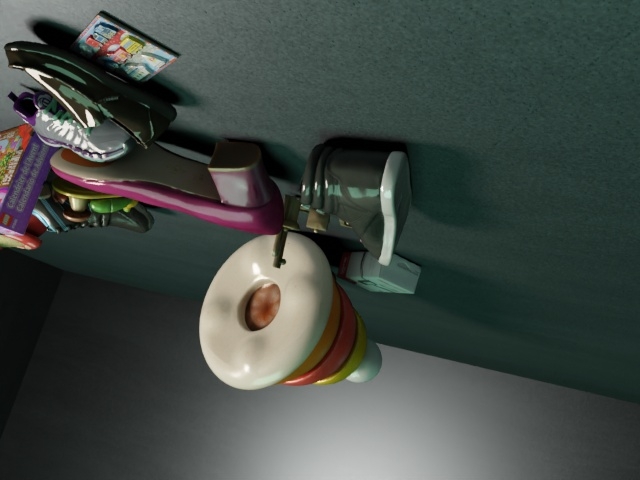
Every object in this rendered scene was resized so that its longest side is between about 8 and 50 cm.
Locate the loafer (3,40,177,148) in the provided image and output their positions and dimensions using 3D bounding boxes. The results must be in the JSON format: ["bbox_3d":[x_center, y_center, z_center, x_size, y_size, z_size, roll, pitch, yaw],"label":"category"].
[{"bbox_3d":[-0.293,-0.181,0.821,0.220,0.078,0.080,23,-178,-28],"label":"loafer"}]

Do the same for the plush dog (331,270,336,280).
[{"bbox_3d":[-0.087,0.114,1.644,0.262,0.211,0.225,15,140,-5],"label":"plush dog"}]

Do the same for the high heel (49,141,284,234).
[{"bbox_3d":[-0.247,-0.076,1.044,0.377,0.127,0.181,8,143,18],"label":"high heel"}]

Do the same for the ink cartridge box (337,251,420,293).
[{"bbox_3d":[0.127,0.070,1.414,0.109,0.063,0.150,25,165,-31],"label":"ink cartridge box"}]

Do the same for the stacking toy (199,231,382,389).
[{"bbox_3d":[-0.011,0.219,1.509,0.350,0.351,0.480,4,159,40],"label":"stacking toy"}]

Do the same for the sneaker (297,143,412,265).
[{"bbox_3d":[0.050,-0.054,0.943,0.147,0.104,0.296,14,161,14],"label":"sneaker"}]

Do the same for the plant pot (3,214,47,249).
[{"bbox_3d":[-0.744,-0.079,1.584,0.191,0.174,0.191,13,165,4],"label":"plant pot"}]

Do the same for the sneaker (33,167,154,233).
[{"bbox_3d":[-0.555,-0.068,1.480,0.341,0.140,0.125,20,164,-21],"label":"sneaker"}]

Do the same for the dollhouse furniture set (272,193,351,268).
[{"bbox_3d":[0.000,0.000,1.112,0.151,0.123,0.144,12,176,4],"label":"dollhouse furniture set"}]

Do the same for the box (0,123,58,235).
[{"bbox_3d":[-0.602,-0.112,1.226,0.293,0.201,0.057,1,160,46],"label":"box"}]

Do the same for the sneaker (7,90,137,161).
[{"bbox_3d":[-0.371,-0.177,0.963,0.223,0.083,0.098,9,160,29],"label":"sneaker"}]

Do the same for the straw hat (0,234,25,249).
[{"bbox_3d":[-0.637,0.016,1.217,0.144,0.061,0.144,15,167,3],"label":"straw hat"}]

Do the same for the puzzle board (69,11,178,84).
[{"bbox_3d":[-0.238,-0.223,0.771,0.096,0.011,0.128,24,165,-31],"label":"puzzle board"}]

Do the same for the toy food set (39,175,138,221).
[{"bbox_3d":[-0.451,-0.082,1.266,0.218,0.071,0.128,-7,-151,-35],"label":"toy food set"}]
